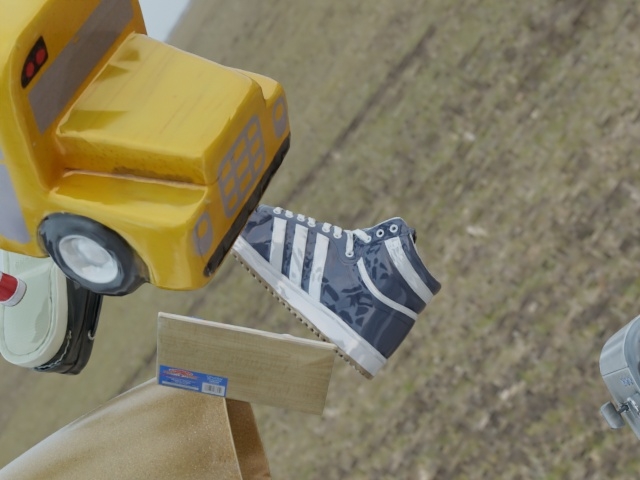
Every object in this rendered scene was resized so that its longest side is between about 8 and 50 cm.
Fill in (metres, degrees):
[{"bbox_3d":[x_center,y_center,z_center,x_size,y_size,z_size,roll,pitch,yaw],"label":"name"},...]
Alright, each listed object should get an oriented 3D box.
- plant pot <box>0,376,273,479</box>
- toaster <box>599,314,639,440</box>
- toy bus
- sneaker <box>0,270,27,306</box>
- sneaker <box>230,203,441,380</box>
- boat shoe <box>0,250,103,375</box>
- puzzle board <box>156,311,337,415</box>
[{"bbox_3d":[-0.185,0.251,1.434,0.254,0.237,0.237,-14,15,3],"label":"plant pot"},{"bbox_3d":[0.333,0.086,1.170,0.227,0.129,0.146,-30,-7,-10],"label":"toaster"},{"bbox_3d":[-0.186,-0.080,0.664,0.130,0.333,0.108,82,-152,-45],"label":"toy bus"},{"bbox_3d":[-0.368,0.040,1.531,0.118,0.067,0.042,-1,62,46],"label":"sneaker"},{"bbox_3d":[0.000,0.000,1.540,0.153,0.282,0.099,-47,-8,0],"label":"sneaker"},{"bbox_3d":[-0.298,0.002,1.707,0.127,0.113,0.340,-19,58,24],"label":"boat shoe"},{"bbox_3d":[-0.056,0.089,1.053,0.096,0.128,0.011,100,-179,-55],"label":"puzzle board"}]
